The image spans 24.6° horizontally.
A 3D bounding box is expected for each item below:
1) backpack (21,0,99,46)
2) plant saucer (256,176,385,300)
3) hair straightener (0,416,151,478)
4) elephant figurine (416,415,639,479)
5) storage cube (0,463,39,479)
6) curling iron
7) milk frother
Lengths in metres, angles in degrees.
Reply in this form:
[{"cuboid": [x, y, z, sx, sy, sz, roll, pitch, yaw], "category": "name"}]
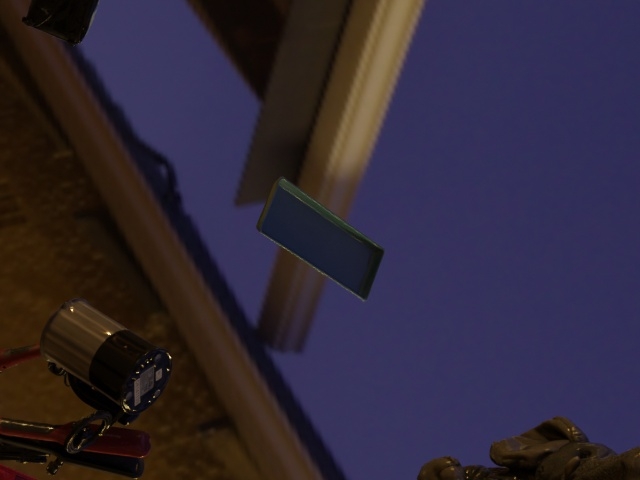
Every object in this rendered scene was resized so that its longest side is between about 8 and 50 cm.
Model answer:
[{"cuboid": [-0.411, -0.389, 2.372, 0.114, 0.105, 0.084, -62, -164, 18], "category": "backpack"}, {"cuboid": [0.000, 0.000, 1.628, 0.018, 0.192, 0.067, 7, -110, 44], "category": "plant saucer"}, {"cuboid": [-0.315, 0.247, 1.685, 0.047, 0.230, 0.089, -98, -161, -48], "category": "hair straightener"}, {"cuboid": [0.228, 0.251, 1.421, 0.169, 0.239, 0.186, 55, 12, -34], "category": "elephant figurine"}, {"cuboid": [-0.444, 0.380, 1.780, 0.183, 0.215, 0.193, -27, -139, 46], "category": "storage cube"}, {"cuboid": [-0.430, 0.177, 2.008, 0.274, 0.035, 0.068, -10, -75, 27], "category": "curling iron"}, {"cuboid": [-0.268, 0.157, 1.664, 0.134, 0.143, 0.129, 27, -66, 28], "category": "milk frother"}]
